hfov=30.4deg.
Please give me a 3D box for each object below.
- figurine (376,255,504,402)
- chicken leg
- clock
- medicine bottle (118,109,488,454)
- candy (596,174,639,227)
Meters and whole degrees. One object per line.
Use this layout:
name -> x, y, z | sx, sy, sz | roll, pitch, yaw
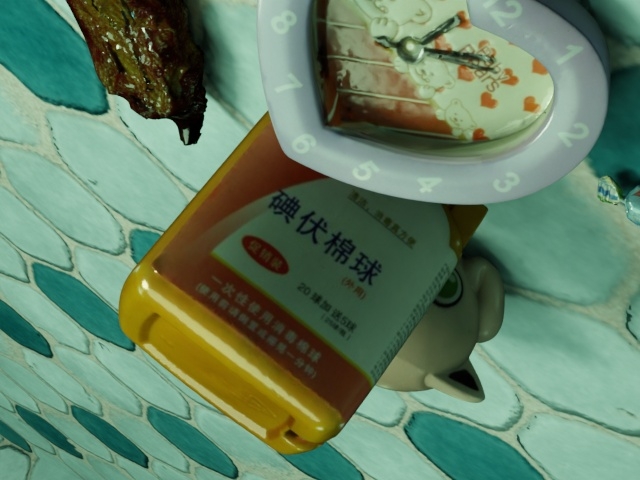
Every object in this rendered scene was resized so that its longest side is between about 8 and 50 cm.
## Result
figurine -> 0.062, 0.047, 0.847 | 0.138, 0.125, 0.125 | 32, 157, -15
chicken leg -> -0.136, -0.158, 0.812 | 0.105, 0.063, 0.234 | 16, 146, 29
clock -> 0.048, -0.102, 0.624 | 0.172, 0.064, 0.198 | -33, 111, 31
medicine bottle -> 0.000, 0.000, 0.712 | 0.149, 0.222, 0.112 | 38, 155, -1
candy -> 0.196, -0.017, 0.669 | 0.083, 0.020, 0.030 | 24, 156, 22
